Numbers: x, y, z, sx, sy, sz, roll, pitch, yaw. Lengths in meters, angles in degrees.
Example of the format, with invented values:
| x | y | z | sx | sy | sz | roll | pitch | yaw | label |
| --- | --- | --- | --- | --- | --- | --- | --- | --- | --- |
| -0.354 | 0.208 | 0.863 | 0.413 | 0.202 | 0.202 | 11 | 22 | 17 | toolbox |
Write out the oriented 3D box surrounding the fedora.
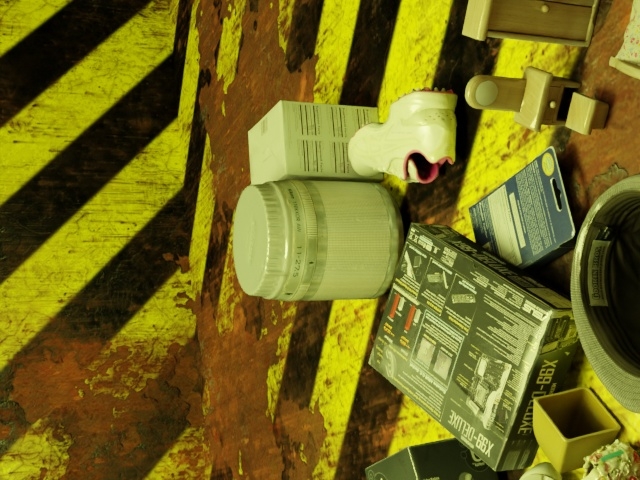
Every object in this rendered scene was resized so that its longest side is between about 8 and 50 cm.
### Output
| x | y | z | sx | sy | sz | roll | pitch | yaw | label |
| --- | --- | --- | --- | --- | --- | --- | --- | --- | --- |
| 0.384 | 0.054 | 1.010 | 0.275 | 0.124 | 0.243 | -112 | 33 | -58 | fedora |

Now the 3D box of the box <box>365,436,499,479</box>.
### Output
| x | y | z | sx | sy | sz | roll | pitch | yaw | label |
| --- | --- | --- | --- | --- | --- | --- | --- | --- | --- |
| 0.190 | 0.446 | 1.413 | 0.165 | 0.143 | 0.270 | -47 | 52 | 56 | box |

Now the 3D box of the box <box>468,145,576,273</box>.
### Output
| x | y | z | sx | sy | sz | roll | pitch | yaw | label |
| --- | --- | --- | --- | --- | --- | --- | --- | --- | --- |
| 0.292 | -0.027 | 1.339 | 0.225 | 0.037 | 0.136 | 135 | 130 | -60 | box |

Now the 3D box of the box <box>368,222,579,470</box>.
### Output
| x | y | z | sx | sy | sz | roll | pitch | yaw | label |
| --- | --- | --- | --- | --- | --- | --- | --- | --- | --- |
| 0.212 | 0.141 | 1.345 | 0.307 | 0.077 | 0.242 | 35 | 115 | 50 | box |

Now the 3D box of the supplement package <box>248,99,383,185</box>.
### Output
| x | y | z | sx | sy | sz | roll | pitch | yaw | label |
| --- | --- | --- | --- | --- | --- | --- | --- | --- | --- |
| -0.013 | -0.169 | 1.842 | 0.194 | 0.203 | 0.149 | 154 | 115 | -64 | supplement package |

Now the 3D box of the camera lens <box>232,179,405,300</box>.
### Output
| x | y | z | sx | sy | sz | roll | pitch | yaw | label |
| --- | --- | --- | --- | --- | --- | --- | --- | --- | --- |
| 0.000 | 0.000 | 1.717 | 0.219 | 0.274 | 0.219 | 180 | 90 | -67 | camera lens |

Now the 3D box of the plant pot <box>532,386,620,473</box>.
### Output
| x | y | z | sx | sy | sz | roll | pitch | yaw | label |
| --- | --- | --- | --- | --- | --- | --- | --- | --- | --- |
| 0.322 | 0.252 | 1.215 | 0.081 | 0.082 | 0.083 | -121 | 28 | -51 | plant pot |

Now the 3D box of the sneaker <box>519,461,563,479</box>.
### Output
| x | y | z | sx | sy | sz | roll | pitch | yaw | label |
| --- | --- | --- | --- | --- | --- | --- | --- | --- | --- |
| 0.273 | 0.413 | 1.277 | 0.235 | 0.090 | 0.095 | -68 | -11 | 10 | sneaker |

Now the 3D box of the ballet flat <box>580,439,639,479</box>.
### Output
| x | y | z | sx | sy | sz | roll | pitch | yaw | label |
| --- | --- | --- | --- | --- | --- | --- | --- | --- | --- |
| 0.335 | 0.356 | 1.183 | 0.091 | 0.077 | 0.240 | -135 | 49 | -58 | ballet flat |

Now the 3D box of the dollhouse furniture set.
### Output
| x | y | z | sx | sy | sz | roll | pitch | yaw | label |
| --- | --- | --- | --- | --- | --- | --- | --- | --- | --- |
| 0.329 | -0.239 | 1.085 | 0.355 | 0.174 | 0.303 | -134 | 49 | -59 | dollhouse furniture set |

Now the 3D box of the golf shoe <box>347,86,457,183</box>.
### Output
| x | y | z | sx | sy | sz | roll | pitch | yaw | label |
| --- | --- | --- | --- | --- | --- | --- | --- | --- | --- |
| 0.135 | -0.150 | 1.619 | 0.306 | 0.115 | 0.140 | 144 | 120 | -63 | golf shoe |
